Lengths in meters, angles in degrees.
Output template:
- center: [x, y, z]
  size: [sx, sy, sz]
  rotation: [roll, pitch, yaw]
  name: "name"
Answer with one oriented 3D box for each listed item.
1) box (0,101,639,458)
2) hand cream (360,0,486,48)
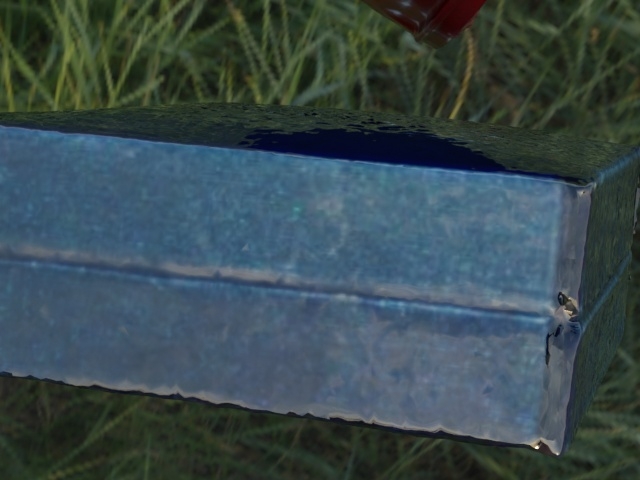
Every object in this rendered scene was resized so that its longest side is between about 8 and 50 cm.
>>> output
- center: [0.000, 0.000, 0.711]
  size: [0.261, 0.279, 0.116]
  rotation: [7, 98, 14]
  name: "box"
- center: [0.060, -0.205, 0.804]
  size: [0.125, 0.193, 0.193]
  rotation: [32, 60, -5]
  name: "hand cream"
